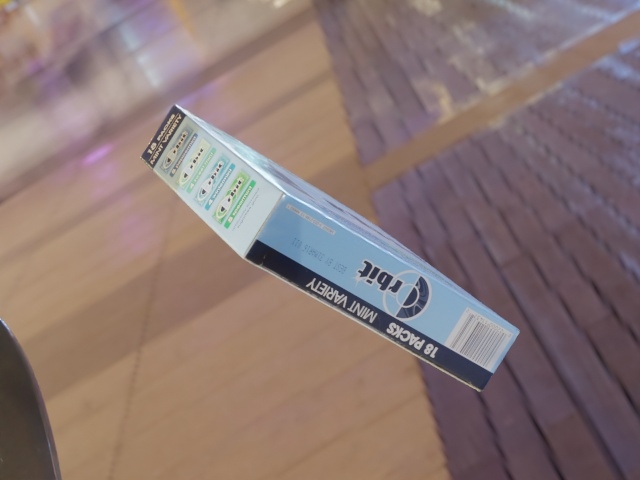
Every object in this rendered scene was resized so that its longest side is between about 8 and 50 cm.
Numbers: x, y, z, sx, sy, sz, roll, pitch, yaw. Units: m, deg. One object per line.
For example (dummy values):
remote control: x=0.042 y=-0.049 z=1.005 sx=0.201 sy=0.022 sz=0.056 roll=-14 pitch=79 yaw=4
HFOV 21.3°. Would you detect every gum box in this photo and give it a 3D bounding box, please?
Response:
gum box: x=0.000 y=0.000 z=0.908 sx=0.041 sy=0.157 sz=0.184 roll=-58 pitch=27 yaw=3

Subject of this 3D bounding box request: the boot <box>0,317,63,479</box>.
boot: x=-0.208 y=0.073 z=0.903 sx=0.112 sy=0.305 sz=0.115 roll=-32 pitch=-25 yaw=-4
